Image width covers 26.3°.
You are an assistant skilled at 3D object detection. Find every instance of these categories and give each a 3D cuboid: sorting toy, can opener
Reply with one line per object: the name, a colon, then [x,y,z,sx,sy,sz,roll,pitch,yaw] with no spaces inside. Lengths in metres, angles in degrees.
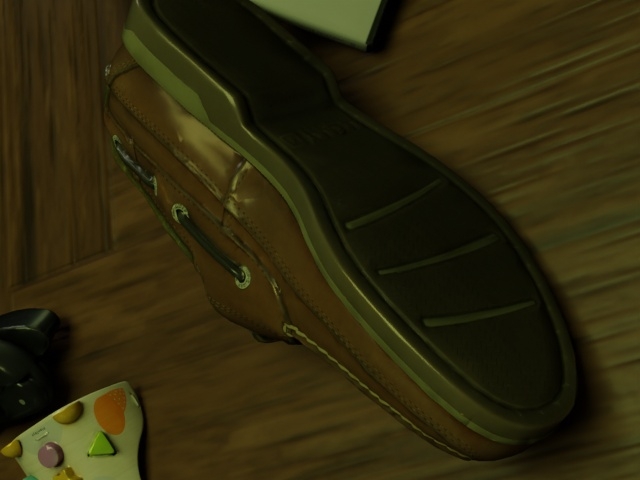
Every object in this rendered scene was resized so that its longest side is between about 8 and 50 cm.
sorting toy: [-0.129,0.131,0.748,0.083,0.045,0.075,-34,78,21]
can opener: [-0.228,0.098,0.819,0.186,0.073,0.059,-24,101,29]

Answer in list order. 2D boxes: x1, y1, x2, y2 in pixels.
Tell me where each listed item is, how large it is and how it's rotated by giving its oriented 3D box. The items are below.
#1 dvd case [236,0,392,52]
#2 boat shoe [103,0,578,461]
dvd case: [-0.060,-0.227,0.738,0.253,0.022,0.180,20,86,2]
boat shoe: [0.000,0.000,0.670,0.307,0.111,0.104,51,131,29]
